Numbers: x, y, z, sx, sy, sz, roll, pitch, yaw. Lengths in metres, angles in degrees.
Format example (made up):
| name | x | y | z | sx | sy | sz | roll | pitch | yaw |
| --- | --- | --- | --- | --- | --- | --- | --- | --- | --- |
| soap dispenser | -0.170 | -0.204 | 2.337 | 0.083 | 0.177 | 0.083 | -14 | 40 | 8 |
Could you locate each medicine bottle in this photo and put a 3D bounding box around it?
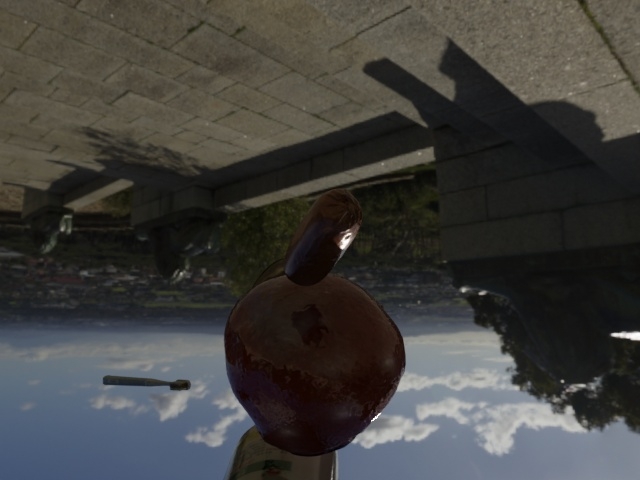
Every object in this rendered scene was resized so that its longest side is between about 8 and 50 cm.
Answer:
| name | x | y | z | sx | sy | sz | roll | pitch | yaw |
| --- | --- | --- | --- | --- | --- | --- | --- | --- | --- |
| medicine bottle | -0.072 | 0.455 | 0.778 | 0.208 | 0.208 | 0.340 | -1 | -171 | 2 |

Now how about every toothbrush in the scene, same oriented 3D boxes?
| name | x | y | z | sx | sy | sz | roll | pitch | yaw |
| --- | --- | --- | --- | --- | --- | --- | --- | --- | --- |
| toothbrush | -0.421 | 0.338 | 1.168 | 0.342 | 0.025 | 0.030 | -10 | 170 | 39 |

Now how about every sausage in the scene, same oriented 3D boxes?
| name | x | y | z | sx | sy | sz | roll | pitch | yaw |
| --- | --- | --- | --- | --- | --- | --- | --- | --- | --- |
| sausage | 0.000 | 0.000 | 0.671 | 0.076 | 0.076 | 0.197 | 3 | 151 | -20 |

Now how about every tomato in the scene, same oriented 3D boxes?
| name | x | y | z | sx | sy | sz | roll | pitch | yaw |
| --- | --- | --- | --- | --- | --- | --- | --- | --- | --- |
| tomato | -0.029 | 0.155 | 0.813 | 0.289 | 0.335 | 0.176 | -28 | 128 | 1 |

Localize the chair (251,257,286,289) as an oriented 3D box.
| name | x | y | z | sx | sy | sz | roll | pitch | yaw |
| --- | --- | --- | --- | --- | --- | --- | --- | --- | --- |
| chair | -0.076 | 0.136 | 1.178 | 0.172 | 0.159 | 0.247 | 37 | 176 | 10 |
